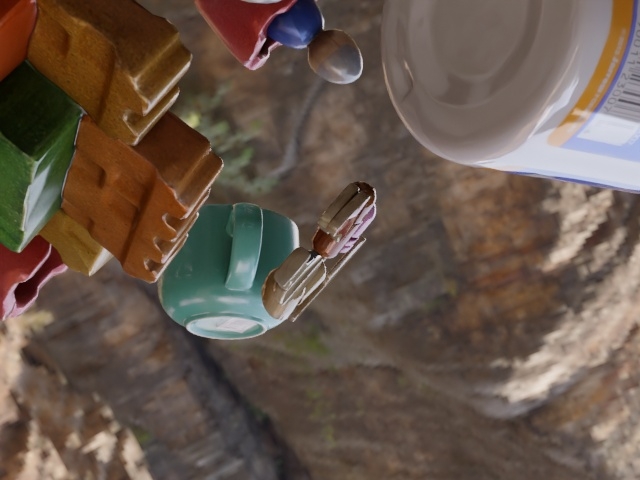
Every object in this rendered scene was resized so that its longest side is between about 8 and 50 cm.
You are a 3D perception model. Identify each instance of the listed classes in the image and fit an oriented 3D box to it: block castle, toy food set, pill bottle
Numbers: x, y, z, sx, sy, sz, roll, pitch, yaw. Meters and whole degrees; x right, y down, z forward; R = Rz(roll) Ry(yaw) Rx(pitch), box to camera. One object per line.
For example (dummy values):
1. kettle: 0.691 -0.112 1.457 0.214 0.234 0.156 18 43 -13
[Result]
1. block castle: -0.070 -0.146 0.615 0.303 0.213 0.453 -49 179 -24
2. toy food set: 0.000 0.000 0.643 0.078 0.019 0.122 -48 172 -12
3. pill bottle: 0.180 -0.101 0.767 0.272 0.152 0.152 6 175 -39

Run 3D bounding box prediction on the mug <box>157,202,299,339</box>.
1. mug: -0.089 0.030 1.267 0.129 0.097 0.158 -6 160 19
